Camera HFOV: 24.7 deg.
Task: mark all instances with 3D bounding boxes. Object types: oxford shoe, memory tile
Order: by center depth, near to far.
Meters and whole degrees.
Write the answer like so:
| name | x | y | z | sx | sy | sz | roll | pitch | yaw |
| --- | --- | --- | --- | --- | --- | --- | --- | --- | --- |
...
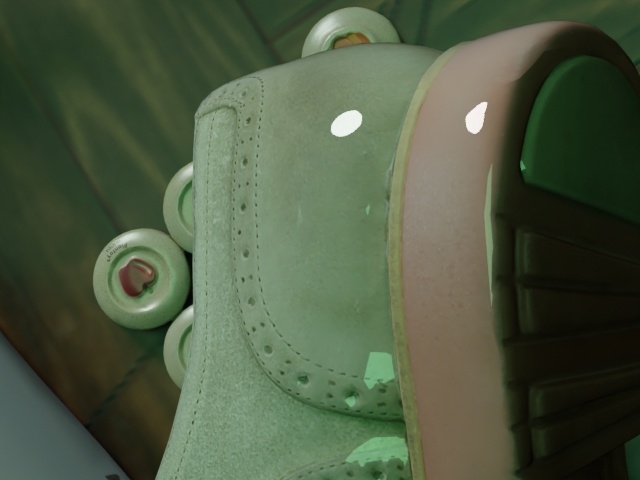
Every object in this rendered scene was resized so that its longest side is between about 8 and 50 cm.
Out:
| name | x | y | z | sx | sy | sz | roll | pitch | yaw |
| --- | --- | --- | --- | --- | --- | --- | --- | --- | --- |
| oxford shoe | 0.024 | 0.135 | 0.456 | 0.147 | 0.140 | 0.396 | 4 | 92 | 37 |
| memory tile | 0.000 | 0.000 | 0.516 | 0.113 | 0.012 | 0.148 | 45 | 94 | 11 |

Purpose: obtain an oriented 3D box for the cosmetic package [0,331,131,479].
| name | x | y | z | sx | sy | sz | roll | pitch | yaw |
| --- | --- | --- | --- | --- | --- | --- | --- | --- | --- |
| cosmetic package | -0.245 | 0.182 | 0.449 | 0.385 | 0.217 | 0.156 | -46 | 79 | 3 |
